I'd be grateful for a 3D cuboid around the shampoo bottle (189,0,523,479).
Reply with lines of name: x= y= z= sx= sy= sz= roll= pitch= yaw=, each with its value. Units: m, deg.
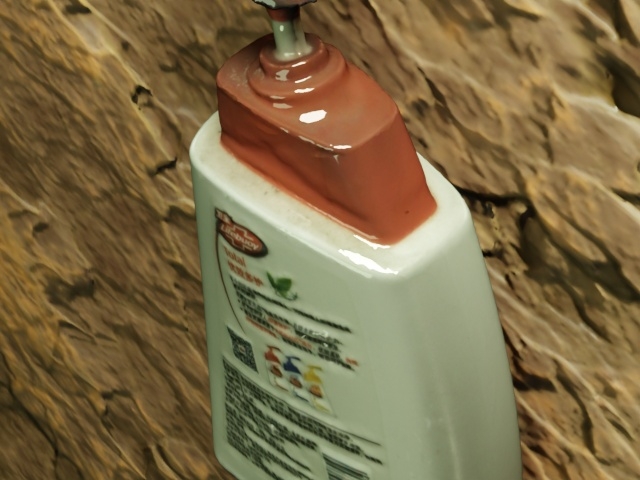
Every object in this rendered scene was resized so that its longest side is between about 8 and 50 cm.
shampoo bottle: x=0.000 y=0.000 z=0.743 sx=0.153 sy=0.071 sz=0.284 roll=28 pitch=141 yaw=37
